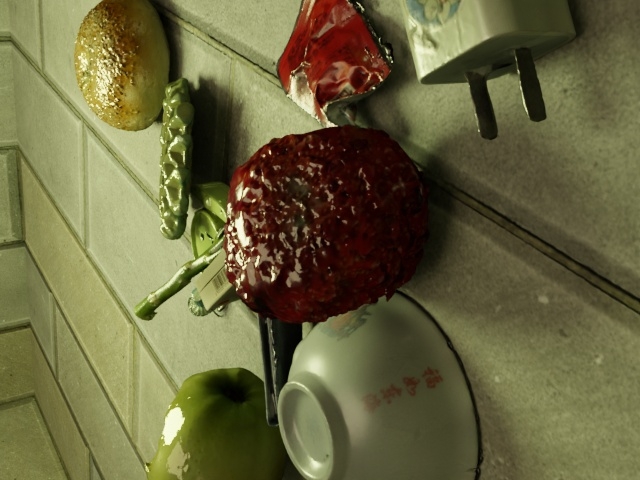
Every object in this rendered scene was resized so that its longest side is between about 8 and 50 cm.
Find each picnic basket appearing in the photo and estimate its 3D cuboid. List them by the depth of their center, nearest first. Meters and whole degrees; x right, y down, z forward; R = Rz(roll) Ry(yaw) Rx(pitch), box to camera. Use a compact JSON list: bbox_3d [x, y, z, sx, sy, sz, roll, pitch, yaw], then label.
[{"bbox_3d":[-0.235,0.120,1.458,0.065,0.083,0.083,56,-175,29],"label":"picnic basket"}]

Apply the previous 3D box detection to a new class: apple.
[{"bbox_3d":[-0.181,0.375,1.268,0.279,0.279,0.279,23,118,52],"label":"apple"}]

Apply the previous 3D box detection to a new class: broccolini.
[{"bbox_3d":[-0.199,0.044,1.256,0.392,0.074,0.079,-36,24,35],"label":"broccolini"}]

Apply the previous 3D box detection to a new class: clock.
[{"bbox_3d":[-0.191,0.015,1.341,0.170,0.069,0.232,35,127,47],"label":"clock"}]

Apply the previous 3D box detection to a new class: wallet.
[{"bbox_3d":[-0.059,0.163,1.104,0.036,0.167,0.222,-4,90,12],"label":"wallet"}]

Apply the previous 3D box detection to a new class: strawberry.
[{"bbox_3d":[0.000,0.000,0.873,0.274,0.274,0.221,120,172,-46],"label":"strawberry"}]

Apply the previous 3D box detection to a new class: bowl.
[{"bbox_3d":[0.042,0.243,0.976,0.345,0.157,0.346,21,116,53],"label":"bowl"}]

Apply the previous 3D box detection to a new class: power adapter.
[{"bbox_3d":[0.163,-0.203,0.684,0.130,0.125,0.205,-22,80,56],"label":"power adapter"}]

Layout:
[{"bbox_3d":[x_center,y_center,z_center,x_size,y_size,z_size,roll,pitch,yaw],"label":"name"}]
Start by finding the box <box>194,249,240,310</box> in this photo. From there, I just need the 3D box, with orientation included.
[{"bbox_3d":[-0.110,0.041,1.162,0.058,0.141,0.201,64,147,12],"label":"box"}]

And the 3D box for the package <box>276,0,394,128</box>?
[{"bbox_3d":[0.007,-0.249,0.967,0.194,0.071,0.270,-54,50,31],"label":"package"}]

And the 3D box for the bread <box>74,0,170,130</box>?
[{"bbox_3d":[-0.436,-0.378,1.520,0.305,0.158,0.306,23,118,51],"label":"bread"}]

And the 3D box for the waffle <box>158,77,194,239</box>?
[{"bbox_3d":[-0.285,-0.158,1.380,0.292,0.056,0.310,-116,33,-60],"label":"waffle"}]
